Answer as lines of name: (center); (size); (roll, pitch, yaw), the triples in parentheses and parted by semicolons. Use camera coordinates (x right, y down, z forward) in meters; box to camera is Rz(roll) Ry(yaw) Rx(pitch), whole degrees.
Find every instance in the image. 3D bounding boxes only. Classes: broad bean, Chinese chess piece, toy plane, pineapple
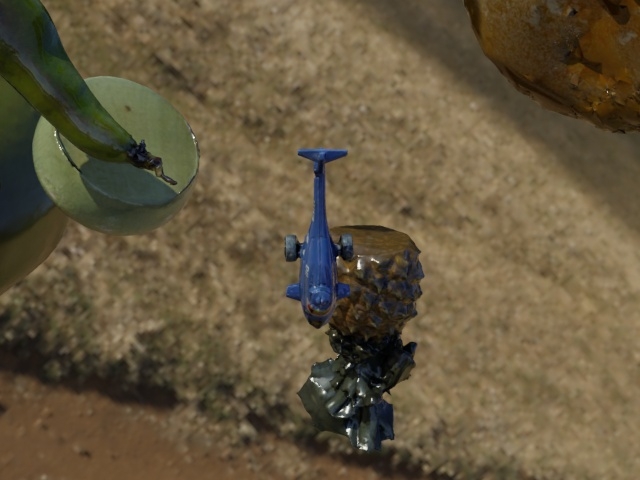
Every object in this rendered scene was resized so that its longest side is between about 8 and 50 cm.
broad bean: (-0.268, -0.168, 1.317); (0.325, 0.075, 0.067); (49, 23, -16)
Chinese chess piece: (-0.229, -0.094, 1.501); (0.188, 0.083, 0.188); (18, 51, -23)
toy plane: (0.000, 0.000, 0.998); (0.054, 0.167, 0.062); (-1, 33, -2)
pineapple: (0.042, 0.101, 1.333); (0.111, 0.237, 0.119); (-7, 27, -19)

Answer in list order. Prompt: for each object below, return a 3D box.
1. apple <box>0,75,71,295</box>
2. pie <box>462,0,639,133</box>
apple: (-0.547, -0.113, 1.884); (0.474, 0.473, 0.473); (40, 23, -20)
pie: (0.218, -0.193, 1.035); (0.273, 0.273, 0.069); (48, 54, -1)
